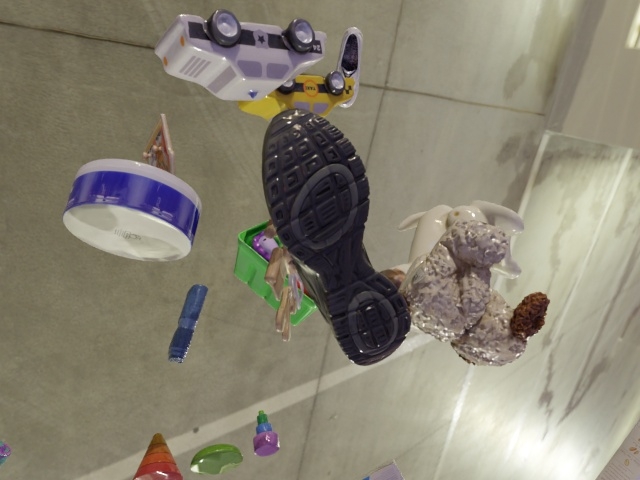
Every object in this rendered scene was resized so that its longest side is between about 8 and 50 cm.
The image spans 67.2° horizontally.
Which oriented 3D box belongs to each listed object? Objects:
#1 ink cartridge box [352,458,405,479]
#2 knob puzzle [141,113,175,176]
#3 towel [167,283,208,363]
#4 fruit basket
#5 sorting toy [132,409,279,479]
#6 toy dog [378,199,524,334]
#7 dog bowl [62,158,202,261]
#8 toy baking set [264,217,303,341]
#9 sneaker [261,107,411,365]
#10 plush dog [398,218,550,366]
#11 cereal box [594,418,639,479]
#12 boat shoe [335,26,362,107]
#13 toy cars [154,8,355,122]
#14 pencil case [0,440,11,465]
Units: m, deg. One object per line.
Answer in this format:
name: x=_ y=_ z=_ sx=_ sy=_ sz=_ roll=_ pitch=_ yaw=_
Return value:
ink cartridge box: x=0.152 y=0.600 z=1.002 sx=0.134 sy=0.231 sz=0.078 roll=-27 pitch=161 yaw=-3
knob puzzle: x=-0.364 y=-0.154 z=1.075 sx=0.029 sy=0.213 sz=0.214 roll=-7 pitch=117 yaw=-34
towel: x=-0.208 y=0.128 z=0.750 sx=0.029 sy=0.067 sz=0.120 roll=21 pitch=64 yaw=-14
fruit basket: x=-0.066 y=0.040 z=1.620 sx=0.283 sy=0.391 sz=0.393 roll=-32 pitch=135 yaw=-58
sorting toy: x=-0.289 y=0.511 z=1.212 sx=0.364 sy=0.126 sz=0.127 roll=-15 pitch=136 yaw=-4
toy dog: x=0.313 y=0.082 z=1.336 sx=0.408 sy=0.395 sz=0.285 roll=-44 pitch=149 yaw=-20
dog bowl: x=-0.395 y=-0.055 z=1.027 sx=0.265 sy=0.264 sz=0.104 roll=41 pitch=47 yaw=-50
toy baking set: x=-0.054 y=0.043 z=0.770 sx=0.256 sy=0.030 sz=0.197 roll=-64 pitch=154 yaw=-69
sneaker: x=0.000 y=0.000 z=0.528 sx=0.108 sy=0.130 sz=0.287 roll=-24 pitch=111 yaw=-15
plush dog: x=0.247 y=0.124 z=0.819 sx=0.211 sy=0.225 sz=0.262 roll=-50 pitch=174 yaw=-29
cereal box: x=0.471 y=0.275 z=0.616 sx=0.172 sy=0.047 sz=0.240 roll=31 pitch=96 yaw=-18
boat shoe: x=0.068 y=-0.405 z=1.146 sx=0.063 sy=0.066 sz=0.184 roll=-77 pitch=-179 yaw=-59
toy cars: x=-0.058 y=-0.201 z=0.652 sx=0.393 sy=0.176 sz=0.087 roll=-15 pitch=95 yaw=-76
pencil case: x=-0.510 y=0.343 z=0.667 sx=0.152 sy=0.070 sz=0.064 roll=-54 pitch=126 yaw=-22
